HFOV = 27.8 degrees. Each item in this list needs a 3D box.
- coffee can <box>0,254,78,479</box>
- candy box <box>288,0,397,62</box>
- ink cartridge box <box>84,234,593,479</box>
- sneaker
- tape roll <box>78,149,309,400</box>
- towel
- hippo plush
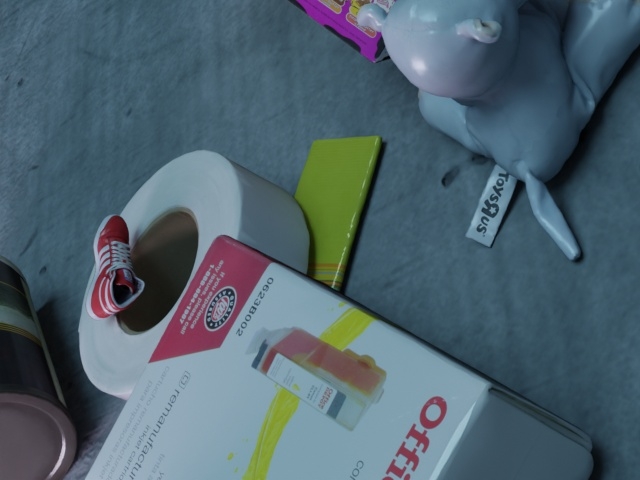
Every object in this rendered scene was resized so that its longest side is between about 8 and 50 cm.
[{"bbox_3d":[-0.423,0.167,1.558,0.201,0.201,0.275,-47,41,14],"label":"coffee can"},{"bbox_3d":[0.058,-0.312,1.232,0.159,0.071,0.233,39,124,18],"label":"candy box"},{"bbox_3d":[0.000,0.193,1.115,0.384,0.160,0.279,27,87,49],"label":"ink cartridge box"},{"bbox_3d":[-0.216,0.025,1.387,0.067,0.042,0.118,-16,62,51],"label":"sneaker"},{"bbox_3d":[-0.142,0.049,1.400,0.286,0.100,0.286,-31,46,37],"label":"tape roll"},{"bbox_3d":[0.000,0.000,1.371,0.102,0.021,0.237,1,68,42],"label":"towel"},{"bbox_3d":[0.131,-0.173,1.171,0.234,0.236,0.294,11,75,48],"label":"hippo plush"}]
